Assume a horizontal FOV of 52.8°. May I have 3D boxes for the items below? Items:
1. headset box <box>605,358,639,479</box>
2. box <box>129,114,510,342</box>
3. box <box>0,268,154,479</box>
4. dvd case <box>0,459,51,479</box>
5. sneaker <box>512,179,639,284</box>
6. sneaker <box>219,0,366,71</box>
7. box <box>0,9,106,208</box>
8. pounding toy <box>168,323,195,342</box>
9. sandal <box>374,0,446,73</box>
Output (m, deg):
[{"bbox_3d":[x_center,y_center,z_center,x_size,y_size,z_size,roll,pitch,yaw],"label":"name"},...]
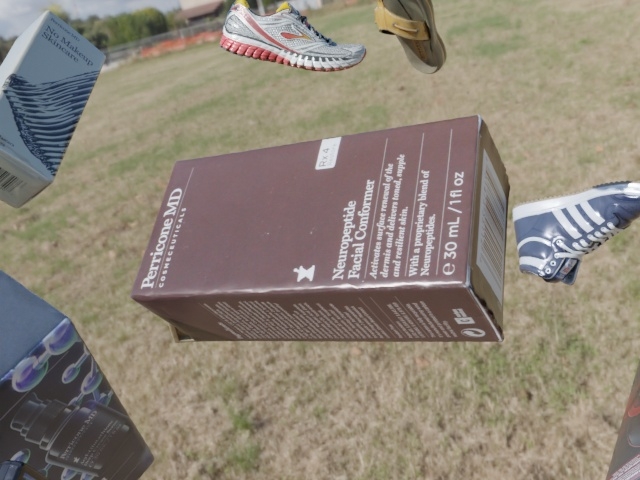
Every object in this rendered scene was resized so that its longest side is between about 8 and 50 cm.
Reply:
[{"bbox_3d":[0.386,0.152,0.584,0.110,0.218,0.293,40,39,12],"label":"headset box"},{"bbox_3d":[0.000,0.000,0.704,0.381,0.143,0.191,-6,58,28],"label":"box"},{"bbox_3d":[-0.397,0.239,0.725,0.211,0.396,0.293,28,58,21],"label":"box"},{"bbox_3d":[-0.253,0.325,0.508,0.022,0.180,0.253,4,55,9],"label":"dvd case"},{"bbox_3d":[0.462,-0.006,1.115,0.099,0.153,0.282,14,-17,-37],"label":"sneaker"},{"bbox_3d":[-0.037,-0.313,0.988,0.225,0.093,0.088,10,16,-9],"label":"sneaker"},{"bbox_3d":[-0.402,-0.188,0.902,0.094,0.113,0.275,-26,44,32],"label":"box"},{"bbox_3d":[-0.252,0.142,1.299,0.130,0.141,0.100,-2,56,-5],"label":"pounding toy"},{"bbox_3d":[0.090,-0.239,0.714,0.072,0.180,0.049,31,79,38],"label":"sandal"}]
